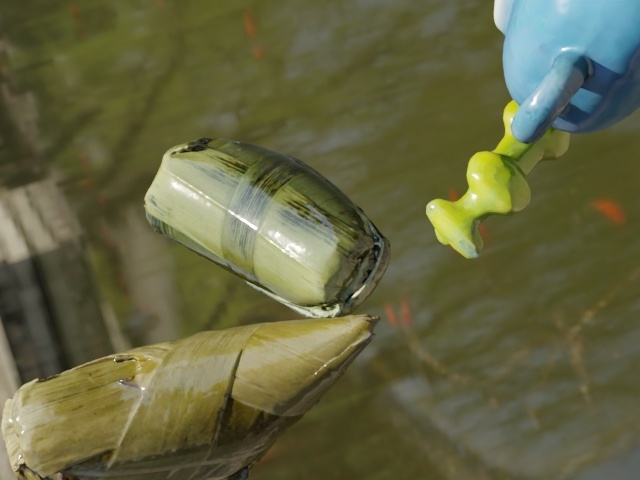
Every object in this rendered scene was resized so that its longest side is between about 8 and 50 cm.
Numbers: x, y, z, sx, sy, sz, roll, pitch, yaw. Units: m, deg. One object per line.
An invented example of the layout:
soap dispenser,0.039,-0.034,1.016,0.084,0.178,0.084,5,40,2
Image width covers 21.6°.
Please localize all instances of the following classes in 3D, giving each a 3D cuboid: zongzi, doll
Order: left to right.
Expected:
zongzi,-0.076,0.083,0.913,0.176,0.160,0.078,-39,61,50
zongzi,0.000,0.000,0.673,0.104,0.052,0.113,32,-172,31
doll,0.168,-0.177,0.812,0.099,0.341,0.346,31,149,-5
